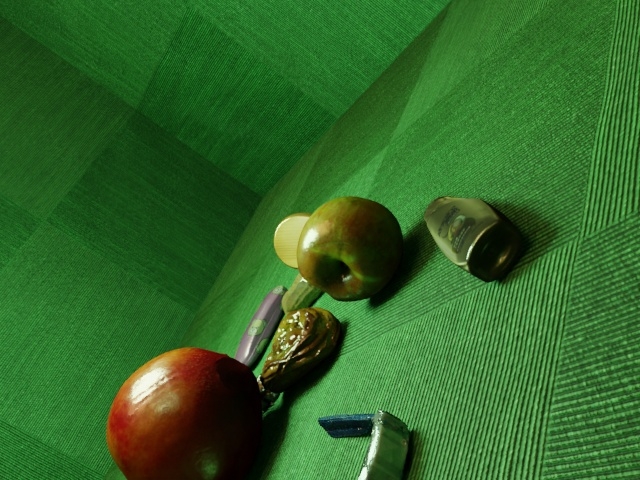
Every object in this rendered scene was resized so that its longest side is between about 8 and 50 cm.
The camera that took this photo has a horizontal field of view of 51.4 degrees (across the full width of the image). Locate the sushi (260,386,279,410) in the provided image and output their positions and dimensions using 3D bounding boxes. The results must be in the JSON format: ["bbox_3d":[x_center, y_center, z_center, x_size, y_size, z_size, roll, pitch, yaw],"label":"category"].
[{"bbox_3d":[-0.149,0.420,1.773,0.083,0.046,0.044,-50,15,21],"label":"sushi"}]

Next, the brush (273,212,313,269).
[{"bbox_3d":[0.000,0.000,2.045,0.166,0.267,0.174,-11,-78,-67],"label":"brush"}]

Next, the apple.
[{"bbox_3d":[0.074,0.015,1.570,0.246,0.246,0.226,-45,8,38],"label":"apple"}]

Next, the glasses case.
[{"bbox_3d":[-0.196,0.286,2.209,0.123,0.076,0.316,-33,26,57],"label":"glasses case"}]

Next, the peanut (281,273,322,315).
[{"bbox_3d":[-0.054,0.153,2.002,0.194,0.093,0.083,-45,-23,28],"label":"peanut"}]

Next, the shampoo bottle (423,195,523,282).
[{"bbox_3d":[0.277,-0.024,1.271,0.125,0.084,0.350,-55,12,10],"label":"shampoo bottle"}]

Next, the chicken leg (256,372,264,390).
[{"bbox_3d":[-0.196,0.443,1.894,0.205,0.053,0.093,-52,27,31],"label":"chicken leg"}]

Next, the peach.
[{"bbox_3d":[-0.313,0.444,1.622,0.388,0.388,0.388,-51,13,17],"label":"peach"}]

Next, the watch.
[{"bbox_3d":[0.056,0.373,1.146,0.274,0.068,0.276,-51,13,37],"label":"watch"}]

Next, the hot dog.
[{"bbox_3d":[-0.066,0.278,1.670,0.272,0.122,0.196,-42,20,41],"label":"hot dog"}]
